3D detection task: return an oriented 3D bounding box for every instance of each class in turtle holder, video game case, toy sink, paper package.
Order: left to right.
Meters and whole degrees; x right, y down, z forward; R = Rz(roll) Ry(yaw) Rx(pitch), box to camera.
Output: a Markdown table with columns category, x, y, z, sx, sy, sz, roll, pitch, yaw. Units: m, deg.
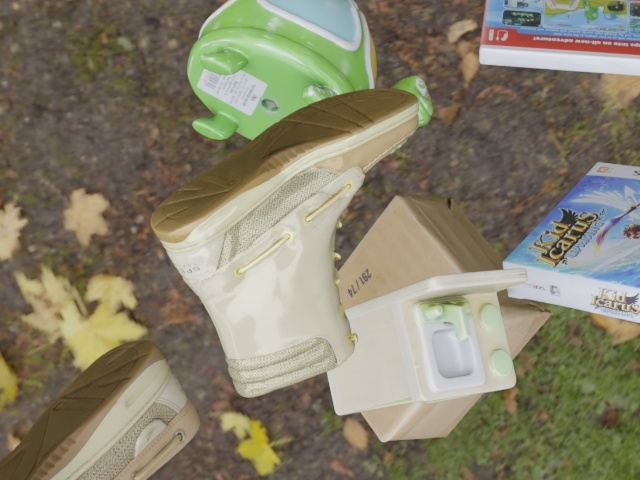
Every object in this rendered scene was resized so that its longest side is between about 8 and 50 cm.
| category | x | y | z | sx | sy | sz | roll | pitch | yaw |
| --- | --- | --- | --- | --- | --- | --- | --- | --- | --- |
| turtle holder | -0.013 | -0.242 | 1.638 | 0.320 | 0.227 | 0.243 | 12 | 148 | 19 |
| paper package | 0.169 | 0.130 | 1.998 | 0.325 | 0.168 | 0.309 | -55 | 52 | 26 |
| toy sink | 0.131 | 0.126 | 1.396 | 0.234 | 0.153 | 0.131 | -26 | 73 | 52 |
| video game case | 0.282 | -0.289 | 1.244 | 0.204 | 0.285 | 0.025 | 6 | 146 | 9 |
| video game case | 0.408 | -0.002 | 1.523 | 0.244 | 0.269 | 0.061 | 10 | 128 | 39 |

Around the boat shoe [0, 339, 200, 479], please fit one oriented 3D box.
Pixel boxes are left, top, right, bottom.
| category | x | y | z | sx | sy | sz | roll | pitch | yaw |
| --- | --- | --- | --- | --- | --- | --- | --- | --- | --- |
| boat shoe | -0.228 | 0.231 | 0.973 | 0.122 | 0.341 | 0.110 | 3 | 131 | 52 |

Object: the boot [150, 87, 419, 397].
| category | x | y | z | sx | sy | sz | roll | pitch | yaw |
| --- | --- | --- | --- | --- | --- | --- | --- | --- | --- |
| boot | 0.000 | 0.000 | 1.044 | 0.095 | 0.262 | 0.203 | 23 | 142 | 53 |
